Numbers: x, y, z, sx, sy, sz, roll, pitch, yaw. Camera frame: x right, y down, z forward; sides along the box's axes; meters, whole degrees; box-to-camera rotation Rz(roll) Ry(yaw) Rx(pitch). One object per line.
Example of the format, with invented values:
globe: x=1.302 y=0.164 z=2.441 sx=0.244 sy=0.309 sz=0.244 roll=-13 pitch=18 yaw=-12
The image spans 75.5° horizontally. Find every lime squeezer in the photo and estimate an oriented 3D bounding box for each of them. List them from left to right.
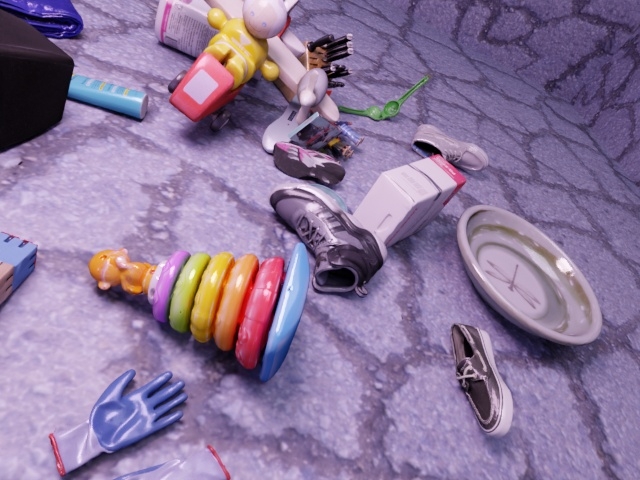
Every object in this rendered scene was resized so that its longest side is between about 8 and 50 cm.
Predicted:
lime squeezer: x=0.202 y=-0.431 z=1.333 sx=0.311 sy=0.110 sz=0.058 roll=-20 pitch=77 yaw=-9

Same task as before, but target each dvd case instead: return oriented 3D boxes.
dvd case: x=-0.010 y=-0.246 z=0.952 sx=0.119 sy=0.087 sz=0.013 roll=9 pitch=53 yaw=-62

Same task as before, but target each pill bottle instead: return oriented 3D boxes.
pill bottle: x=-0.271 y=-0.549 z=1.096 sx=0.283 sy=0.160 sz=0.160 roll=20 pitch=43 yaw=-15

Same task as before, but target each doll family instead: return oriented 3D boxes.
doll family: x=0.035 y=-0.266 z=1.089 sx=0.111 sy=0.076 sz=0.193 roll=36 pitch=36 yaw=9

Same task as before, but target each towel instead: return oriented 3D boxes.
towel: x=-0.694 y=-0.567 z=0.921 sx=0.228 sy=0.076 sz=0.308 roll=-7 pitch=54 yaw=-45

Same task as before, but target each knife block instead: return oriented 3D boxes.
knife block: x=-0.029 y=-0.504 z=1.142 sx=0.088 sy=0.242 sz=0.275 roll=-10 pitch=56 yaw=-39

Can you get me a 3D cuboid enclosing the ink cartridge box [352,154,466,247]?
ink cartridge box: x=0.195 y=-0.085 z=0.935 sx=0.237 sy=0.172 sz=0.100 roll=-23 pitch=65 yaw=-44

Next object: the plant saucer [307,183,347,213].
plant saucer: x=0.003 y=-0.077 z=0.921 sx=0.119 sy=0.021 sz=0.119 roll=18 pitch=44 yaw=-18

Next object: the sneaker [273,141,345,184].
sneaker: x=-0.032 y=-0.186 z=0.983 sx=0.178 sy=0.072 sz=0.077 roll=21 pitch=25 yaw=-18

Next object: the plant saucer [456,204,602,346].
plant saucer: x=0.478 y=0.088 z=1.002 sx=0.401 sy=0.100 sz=0.400 roll=17 pitch=44 yaw=-18

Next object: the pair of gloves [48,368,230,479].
pair of gloves: x=-0.208 y=0.248 z=0.479 sx=0.159 sy=0.023 sz=0.198 roll=-19 pitch=63 yaw=-44

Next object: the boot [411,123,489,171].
boot: x=0.410 y=-0.273 z=1.326 sx=0.258 sy=0.095 sz=0.123 roll=28 pitch=47 yaw=6

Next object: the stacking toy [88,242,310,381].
stacking toy: x=-0.177 y=0.074 z=0.587 sx=0.302 sy=0.165 sz=0.175 roll=15 pitch=55 yaw=-4

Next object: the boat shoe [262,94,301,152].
boat shoe: x=-0.082 y=-0.272 z=1.029 sx=0.065 sy=0.083 sz=0.183 roll=30 pitch=68 yaw=4

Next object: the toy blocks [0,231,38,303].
toy blocks: x=-0.506 y=0.012 z=0.426 sx=0.382 sy=0.190 sz=0.260 roll=22 pitch=31 yaw=-14

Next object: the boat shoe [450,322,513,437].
boat shoe: x=0.279 y=0.245 z=0.752 sx=0.070 sy=0.077 sz=0.219 roll=23 pitch=34 yaw=-13

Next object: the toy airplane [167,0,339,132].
toy airplane: x=-0.138 y=-0.438 z=0.889 sx=0.386 sy=0.272 sz=0.384 roll=-5 pitch=84 yaw=-31

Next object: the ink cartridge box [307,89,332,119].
ink cartridge box: x=-0.007 y=-0.342 z=1.097 sx=0.063 sy=0.115 sz=0.029 roll=-16 pitch=60 yaw=-41

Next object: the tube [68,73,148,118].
tube: x=-0.460 y=-0.300 z=0.831 sx=0.207 sy=0.052 sz=0.080 roll=13 pitch=34 yaw=-13

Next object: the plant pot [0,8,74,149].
plant pot: x=-0.525 y=-0.273 z=0.669 sx=0.188 sy=0.187 sz=0.167 roll=39 pitch=30 yaw=7

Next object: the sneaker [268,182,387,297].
sneaker: x=0.000 y=0.000 z=0.783 sx=0.269 sy=0.101 sz=0.153 roll=34 pitch=39 yaw=-3
